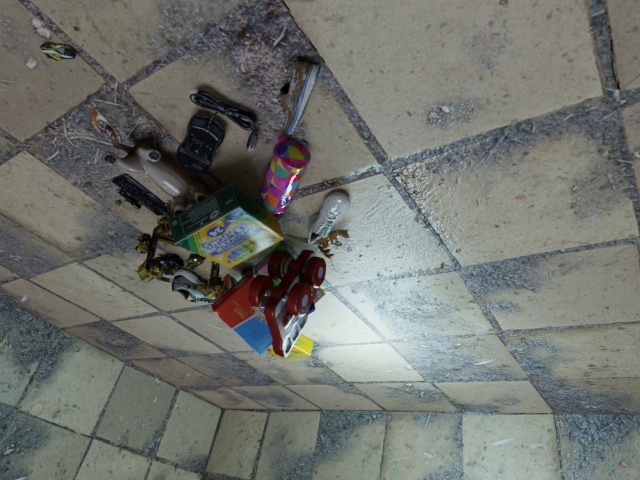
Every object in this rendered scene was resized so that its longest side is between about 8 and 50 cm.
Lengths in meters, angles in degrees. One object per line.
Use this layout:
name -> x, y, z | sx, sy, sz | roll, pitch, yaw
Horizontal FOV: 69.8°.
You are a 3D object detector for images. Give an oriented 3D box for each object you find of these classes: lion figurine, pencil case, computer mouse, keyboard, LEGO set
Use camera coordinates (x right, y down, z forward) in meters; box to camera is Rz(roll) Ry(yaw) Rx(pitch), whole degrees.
lion figurine -> -0.435, -0.175, 1.296 | 0.142, 0.240, 0.392 | -40, 112, -1
pencil case -> -0.100, -0.170, 1.227 | 0.105, 0.104, 0.236 | 19, 144, -9
computer mouse -> -0.262, -0.263, 1.187 | 0.184, 0.060, 0.262 | 21, 137, -13
keyboard -> -0.590, -0.133, 1.494 | 0.100, 0.038, 0.192 | -15, 136, 35
LEGO set -> -0.417, 0.040, 1.506 | 0.332, 0.254, 0.192 | 28, 143, -27

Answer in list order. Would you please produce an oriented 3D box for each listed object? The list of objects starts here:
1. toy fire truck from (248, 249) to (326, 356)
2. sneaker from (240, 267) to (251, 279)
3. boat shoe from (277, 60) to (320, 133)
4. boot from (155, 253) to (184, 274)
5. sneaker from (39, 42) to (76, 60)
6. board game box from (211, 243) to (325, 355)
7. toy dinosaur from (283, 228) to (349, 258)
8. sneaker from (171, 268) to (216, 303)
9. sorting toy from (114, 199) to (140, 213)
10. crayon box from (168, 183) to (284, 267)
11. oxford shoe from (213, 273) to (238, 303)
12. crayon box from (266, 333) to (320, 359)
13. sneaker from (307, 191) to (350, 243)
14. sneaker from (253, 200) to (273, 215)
toy fire truck -> -0.086, 0.185, 1.466 | 0.170, 0.302, 0.253 | 9, 130, 22
sneaker -> -0.211, 0.150, 1.722 | 0.163, 0.106, 0.281 | 35, 141, -24
boat shoe -> -0.060, -0.323, 1.030 | 0.066, 0.066, 0.183 | 23, 135, -7
boot -> -0.590, 0.098, 1.825 | 0.099, 0.045, 0.121 | -4, 144, 14
sneaker -> -0.608, -0.438, 1.073 | 0.084, 0.031, 0.035 | 15, 160, 4
board game box -> -0.174, 0.205, 1.584 | 0.242, 0.316, 0.064 | 50, 173, -22
toy dinosaur -> 0.000, 0.000, 1.489 | 0.212, 0.064, 0.112 | -8, 117, 19
sneaker -> -0.505, 0.224, 1.920 | 0.272, 0.107, 0.100 | 34, 140, -30
sorting toy -> -0.653, -0.120, 1.555 | 0.083, 0.012, 0.062 | 23, 150, -21
crayon box -> -0.243, -0.022, 1.305 | 0.203, 0.083, 0.323 | -28, 157, 11
oxford shoe -> -0.326, 0.213, 1.766 | 0.133, 0.129, 0.364 | 24, 170, -5
crayon box -> -0.180, 0.495, 2.227 | 0.319, 0.081, 0.202 | 35, 140, -30
sneaker -> 0.021, -0.057, 1.352 | 0.080, 0.094, 0.212 | 24, 144, -13
sneaker -> -0.241, -0.069, 1.446 | 0.192, 0.064, 0.086 | -26, 133, 33
